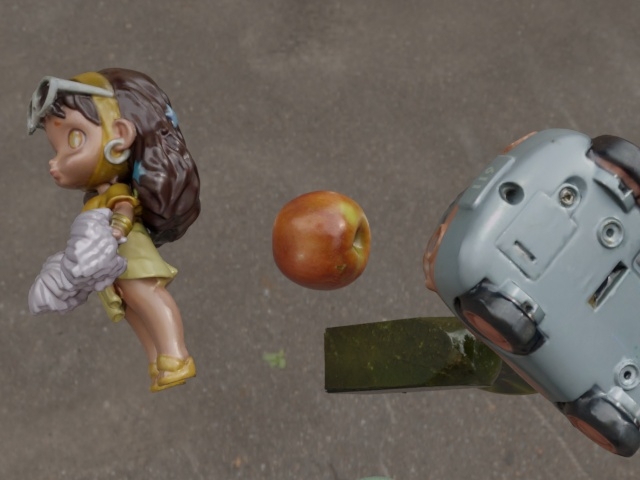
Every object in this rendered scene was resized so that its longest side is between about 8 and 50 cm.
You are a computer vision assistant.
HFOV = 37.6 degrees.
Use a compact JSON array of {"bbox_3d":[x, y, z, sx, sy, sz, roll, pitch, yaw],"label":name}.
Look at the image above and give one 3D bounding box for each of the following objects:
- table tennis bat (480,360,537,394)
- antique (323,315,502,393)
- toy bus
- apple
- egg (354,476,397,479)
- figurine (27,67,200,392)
[{"bbox_3d":[0.401,0.250,1.834,0.321,0.198,0.050,-4,54,34],"label":"table tennis bat"},{"bbox_3d":[0.106,0.134,1.096,0.080,0.221,0.081,10,74,-42],"label":"antique"},{"bbox_3d":[0.219,0.039,0.849,0.194,0.288,0.232,-49,13,-6],"label":"toy bus"},{"bbox_3d":[0.000,0.000,1.483,0.139,0.163,0.163,1,39,23],"label":"apple"},{"bbox_3d":[0.090,0.423,1.281,0.168,0.231,0.168,-21,30,13],"label":"egg"},{"bbox_3d":[-0.146,-0.010,0.684,0.116,0.175,0.240,-1,74,-26],"label":"figurine"}]
